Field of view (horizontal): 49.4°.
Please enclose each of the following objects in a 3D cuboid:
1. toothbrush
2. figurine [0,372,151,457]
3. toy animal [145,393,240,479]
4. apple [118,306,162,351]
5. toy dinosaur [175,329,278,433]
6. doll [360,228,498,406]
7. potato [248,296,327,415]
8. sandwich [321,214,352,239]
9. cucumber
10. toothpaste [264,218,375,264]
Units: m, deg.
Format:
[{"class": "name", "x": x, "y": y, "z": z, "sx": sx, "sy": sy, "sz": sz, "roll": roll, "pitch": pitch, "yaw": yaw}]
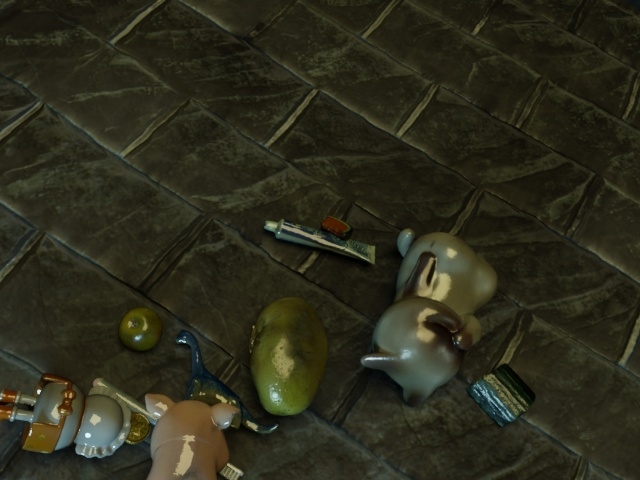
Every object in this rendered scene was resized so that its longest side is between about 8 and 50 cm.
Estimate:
[{"class": "toothbrush", "x": -0.297, "y": 0.366, "z": 1.350, "sx": 0.342, "sy": 0.025, "sz": 0.030, "roll": 33, "pitch": 61, "yaw": 5}, {"class": "figurine", "x": -0.447, "y": 0.320, "z": 1.270, "sx": 0.272, "sy": 0.143, "sz": 0.143, "roll": 7, "pitch": 60, "yaw": -10}, {"class": "toy animal", "x": -0.246, "y": 0.406, "z": 1.236, "sx": 0.167, "sy": 0.154, "sz": 0.250, "roll": 9, "pitch": 75, "yaw": -13}, {"class": "apple", "x": -0.365, "y": 0.179, "z": 1.408, "sx": 0.090, "sy": 0.074, "sz": 0.089, "roll": -3, "pitch": 69, "yaw": 7}, {"class": "toy dinosaur", "x": -0.192, "y": 0.289, "z": 1.394, "sx": 0.248, "sy": 0.075, "sz": 0.188, "roll": 13, "pitch": 56, "yaw": 1}, {"class": "doll", "x": 0.244, "y": 0.145, "z": 1.500, "sx": 0.215, "sy": 0.226, "sz": 0.370, "roll": 46, "pitch": 47, "yaw": -32}, {"class": "potato", "x": -0.068, "y": 0.230, "z": 1.405, "sx": 0.169, "sy": 0.143, "sz": 0.248, "roll": 21, "pitch": 53, "yaw": -26}, {"class": "sandwich", "x": 0.036, "y": -0.031, "z": 1.629, "sx": 0.101, "sy": 0.026, "sz": 0.069, "roll": 29, "pitch": 23, "yaw": 32}, {"class": "cucumber", "x": 0.403, "y": 0.329, "z": 1.524, "sx": 0.116, "sy": 0.062, "sz": 0.115, "roll": -36, "pitch": 78, "yaw": -26}, {"class": "toothpaste", "x": 0.000, "y": 0.000, "z": 1.611, "sx": 0.269, "sy": 0.069, "sz": 0.047, "roll": 17, "pitch": 91, "yaw": -7}]
